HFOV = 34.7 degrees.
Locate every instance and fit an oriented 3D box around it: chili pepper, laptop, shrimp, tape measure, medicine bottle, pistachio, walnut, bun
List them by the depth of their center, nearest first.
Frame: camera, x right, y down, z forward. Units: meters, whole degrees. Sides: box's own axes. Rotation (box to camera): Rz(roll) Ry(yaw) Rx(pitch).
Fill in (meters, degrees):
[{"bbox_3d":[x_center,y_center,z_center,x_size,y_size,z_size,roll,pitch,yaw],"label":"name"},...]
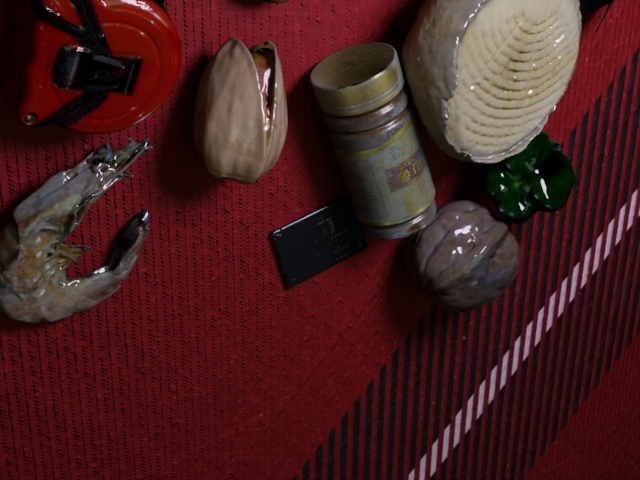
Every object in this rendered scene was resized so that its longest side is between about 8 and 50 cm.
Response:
[{"bbox_3d":[-0.323,-0.273,1.455,0.260,0.114,0.253,0,129,-30],"label":"tape measure"},{"bbox_3d":[-0.370,-0.012,1.610,0.360,0.085,0.247,-52,137,4],"label":"shrimp"},{"bbox_3d":[-0.123,-0.205,1.622,0.157,0.157,0.229,2,99,-32],"label":"pistachio"},{"bbox_3d":[0.099,-0.165,1.775,0.151,0.151,0.322,-31,125,-16],"label":"medicine bottle"},{"bbox_3d":[0.279,-0.324,1.780,0.364,0.202,0.364,-22,126,-33],"label":"bun"},{"bbox_3d":[0.000,0.000,1.878,0.180,0.016,0.129,-27,123,-17],"label":"laptop"},{"bbox_3d":[0.274,0.028,1.951,0.224,0.224,0.224,-13,118,-26],"label":"walnut"},{"bbox_3d":[0.399,-0.131,1.971,0.174,0.261,0.165,39,115,1],"label":"chili pepper"}]

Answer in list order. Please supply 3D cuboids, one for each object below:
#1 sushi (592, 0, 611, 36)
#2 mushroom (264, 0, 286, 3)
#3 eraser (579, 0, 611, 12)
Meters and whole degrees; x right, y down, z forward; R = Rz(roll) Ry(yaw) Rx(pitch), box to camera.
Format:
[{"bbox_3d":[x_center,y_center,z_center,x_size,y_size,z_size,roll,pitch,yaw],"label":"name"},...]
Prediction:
[{"bbox_3d":[0.576,-0.581,1.814,0.343,0.064,0.359,-57,170,-8],"label":"sushi"},{"bbox_3d":[-0.066,-0.429,1.590,0.127,0.087,0.127,-11,116,-23],"label":"mushroom"},{"bbox_3d":[0.506,-0.545,1.921,0.082,0.036,0.225,-30,124,-17],"label":"eraser"}]
